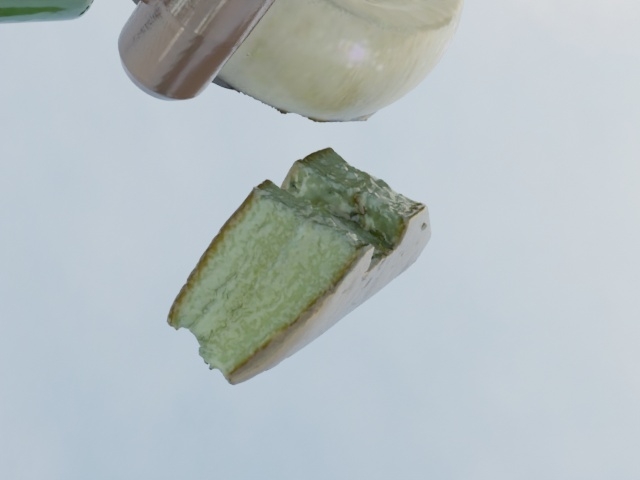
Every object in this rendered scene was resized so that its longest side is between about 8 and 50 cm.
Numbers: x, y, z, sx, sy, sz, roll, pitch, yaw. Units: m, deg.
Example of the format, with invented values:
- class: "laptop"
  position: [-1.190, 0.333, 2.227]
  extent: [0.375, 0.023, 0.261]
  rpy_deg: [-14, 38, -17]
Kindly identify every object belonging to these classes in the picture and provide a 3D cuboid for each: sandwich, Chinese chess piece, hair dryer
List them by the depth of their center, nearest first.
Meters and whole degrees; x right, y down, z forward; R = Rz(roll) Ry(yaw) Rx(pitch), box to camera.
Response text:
- class: "hair dryer"
  position: [-0.119, -0.161, 0.888]
  extent: [0.181, 0.117, 0.064]
  rpy_deg: [29, -139, -18]
- class: "sandwich"
  position: [0.000, 0.000, 1.031]
  extent: [0.090, 0.088, 0.244]
  rpy_deg: [38, -143, 13]
- class: "Chinese chess piece"
  position: [-0.019, -0.203, 1.109]
  extent: [0.257, 0.104, 0.257]
  rpy_deg: [25, -141, -23]

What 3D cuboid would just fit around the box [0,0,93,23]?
- class: "box"
  position: [-0.153, -0.240, 0.539]
  extent: [0.178, 0.329, 0.253]
  rpy_deg: [1, -141, -24]
